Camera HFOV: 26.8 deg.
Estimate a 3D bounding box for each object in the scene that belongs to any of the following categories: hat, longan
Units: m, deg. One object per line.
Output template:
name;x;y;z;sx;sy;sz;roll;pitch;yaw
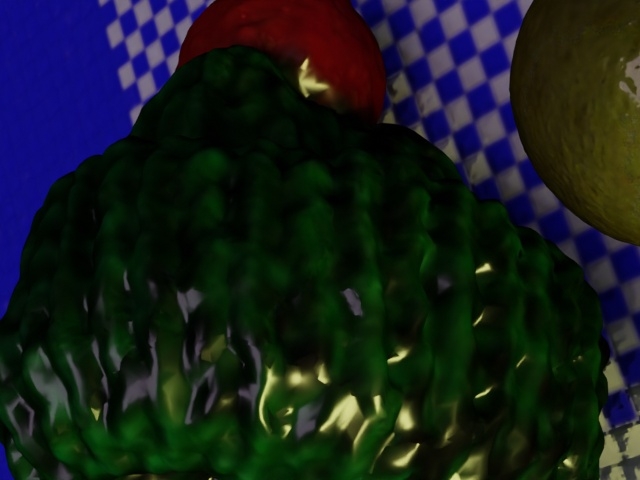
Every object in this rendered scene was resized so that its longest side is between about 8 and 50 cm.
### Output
hat;0.000;0.000;0.644;0.242;0.274;0.332;-21;48;30
longan;0.159;-0.055;0.549;0.145;0.176;0.154;-33;30;0
